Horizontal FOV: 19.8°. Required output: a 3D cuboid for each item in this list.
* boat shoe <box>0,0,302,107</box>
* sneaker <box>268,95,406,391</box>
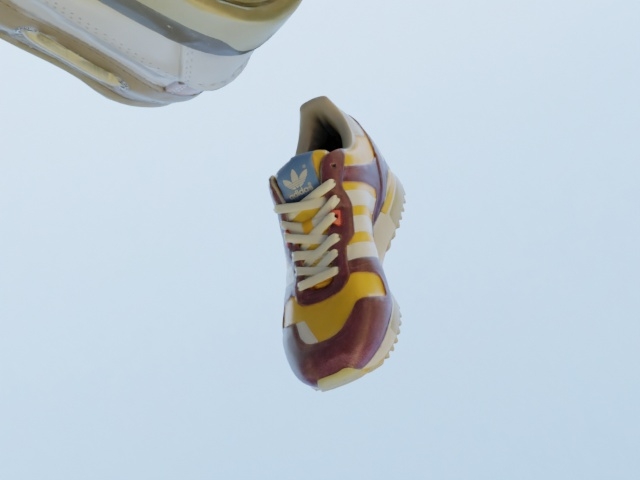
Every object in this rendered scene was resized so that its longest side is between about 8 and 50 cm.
[{"bbox_3d":[-0.155,-0.146,0.702,0.103,0.302,0.113,-42,-162,48],"label":"boat shoe"},{"bbox_3d":[0.000,0.000,1.006,0.069,0.084,0.185,-22,-145,20],"label":"sneaker"}]
